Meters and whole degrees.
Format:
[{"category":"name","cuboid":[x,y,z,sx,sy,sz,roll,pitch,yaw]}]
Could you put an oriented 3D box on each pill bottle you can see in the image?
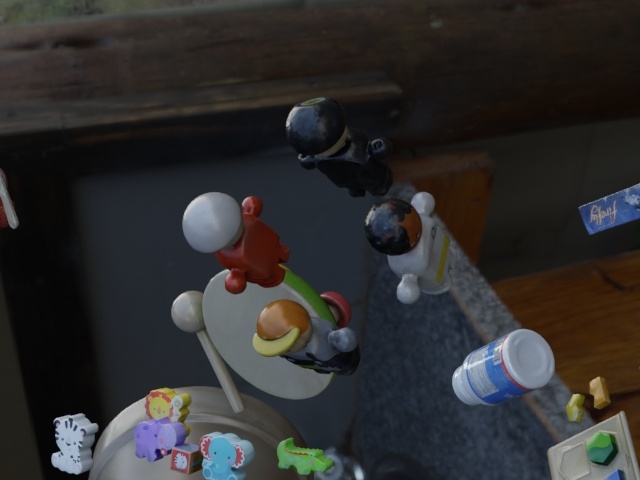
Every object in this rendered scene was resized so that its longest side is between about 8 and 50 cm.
[{"category":"pill bottle","cuboid":[0.371,0.272,1.873,0.221,0.124,0.124,-43,59,57]}]

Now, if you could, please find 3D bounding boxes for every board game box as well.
[{"category":"board game box","cuboid":[0.460,-0.069,1.118,0.243,0.165,0.042,-31,76,69]}]

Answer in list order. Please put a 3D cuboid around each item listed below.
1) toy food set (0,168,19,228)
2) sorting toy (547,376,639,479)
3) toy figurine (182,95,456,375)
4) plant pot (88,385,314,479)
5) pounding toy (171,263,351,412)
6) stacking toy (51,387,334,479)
[{"category":"toy food set","cuboid":[-0.509,-0.056,1.330,0.217,0.071,0.128,-17,102,29]},{"category":"sorting toy","cuboid":[0.553,0.446,1.874,0.229,0.041,0.307,-45,33,39]},{"category":"toy figurine","cuboid":[0.000,0.000,0.834,0.210,0.213,0.148,57,-171,35]},{"category":"plant pot","cuboid":[-0.169,0.403,1.197,0.280,0.323,0.323,-91,0,-65]},{"category":"pounding toy","cuboid":[-0.053,0.093,1.092,0.236,0.110,0.183,-25,104,44]},{"category":"stacking toy","cuboid":[-0.119,0.194,0.855,0.221,0.167,0.052,9,96,26]}]
